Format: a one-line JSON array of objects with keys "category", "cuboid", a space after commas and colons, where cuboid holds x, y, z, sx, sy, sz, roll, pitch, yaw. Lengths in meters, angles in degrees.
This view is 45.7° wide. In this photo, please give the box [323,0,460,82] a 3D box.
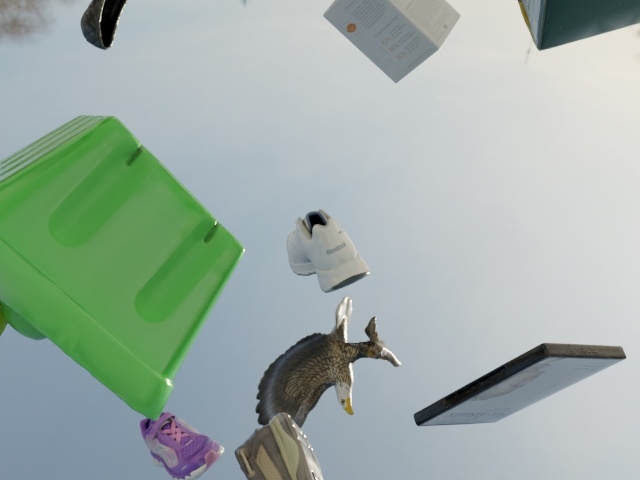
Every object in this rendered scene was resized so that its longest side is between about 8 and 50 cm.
[{"category": "box", "cuboid": [0.115, -0.366, 1.236, 0.170, 0.130, 0.091, 41, -119, -12]}]

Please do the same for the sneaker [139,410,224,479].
[{"category": "sneaker", "cuboid": [-0.261, 0.358, 1.358, 0.095, 0.105, 0.236, -35, -164, -30]}]

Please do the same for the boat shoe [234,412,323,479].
[{"category": "boat shoe", "cuboid": [-0.041, 0.424, 1.126, 0.130, 0.132, 0.355, -29, -142, 1]}]

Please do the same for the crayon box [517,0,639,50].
[{"category": "crayon box", "cuboid": [0.289, -0.375, 0.658, 0.312, 0.106, 0.363, -15, -113, 6]}]

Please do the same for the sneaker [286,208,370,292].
[{"category": "sneaker", "cuboid": [0.000, 0.000, 1.374, 0.111, 0.129, 0.297, -25, -166, -15]}]

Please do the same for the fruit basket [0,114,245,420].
[{"category": "fruit basket", "cuboid": [-0.301, 0.048, 0.731, 0.283, 0.392, 0.392, 47, -162, -22]}]

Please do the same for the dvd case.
[{"category": "dvd case", "cuboid": [0.275, 0.206, 1.062, 0.180, 0.253, 0.022, 8, -125, -37]}]

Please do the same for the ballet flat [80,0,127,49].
[{"category": "ballet flat", "cuboid": [-0.240, -0.313, 0.922, 0.049, 0.173, 0.057, 40, -156, 20]}]

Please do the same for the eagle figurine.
[{"category": "eagle figurine", "cuboid": [0.007, 0.287, 1.626, 0.298, 0.226, 0.225, -25, -156, 10]}]
